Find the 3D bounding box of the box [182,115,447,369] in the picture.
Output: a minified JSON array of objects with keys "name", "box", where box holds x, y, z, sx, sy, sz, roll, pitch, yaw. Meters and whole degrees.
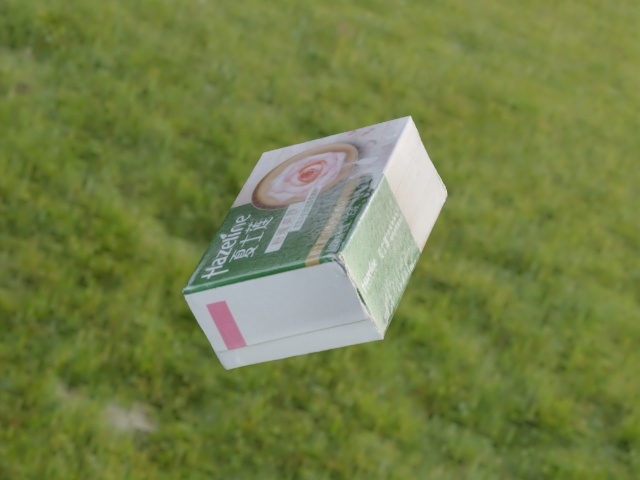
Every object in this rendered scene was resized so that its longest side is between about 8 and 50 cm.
[{"name":"box","box":[0.000,0.000,1.382,0.135,0.081,0.199,-13,26,26]}]
